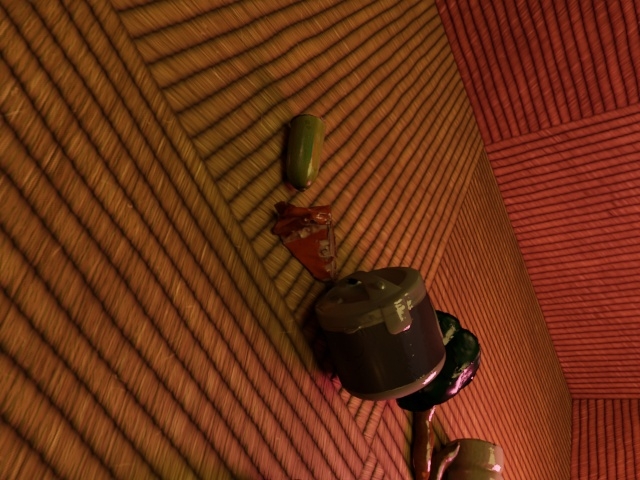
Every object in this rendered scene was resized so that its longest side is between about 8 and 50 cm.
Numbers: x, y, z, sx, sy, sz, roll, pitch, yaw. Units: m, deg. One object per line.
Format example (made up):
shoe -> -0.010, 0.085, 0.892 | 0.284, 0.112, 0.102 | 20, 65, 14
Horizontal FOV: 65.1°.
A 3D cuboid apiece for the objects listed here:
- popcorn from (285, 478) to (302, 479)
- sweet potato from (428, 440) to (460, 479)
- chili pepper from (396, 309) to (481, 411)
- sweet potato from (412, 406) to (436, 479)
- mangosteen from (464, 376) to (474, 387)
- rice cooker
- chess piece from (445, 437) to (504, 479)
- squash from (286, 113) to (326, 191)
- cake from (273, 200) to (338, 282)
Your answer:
popcorn -> -0.031, 0.553, 0.912 | 0.253, 0.190, 0.191 | 50, 49, -40
sweet potato -> 0.357, 0.720, 1.544 | 0.069, 0.059, 0.249 | 36, 55, 5
chili pepper -> 0.297, 0.341, 1.409 | 0.233, 0.248, 0.256 | 44, 54, 13
sweet potato -> 0.307, 0.607, 1.502 | 0.059, 0.067, 0.281 | 17, 66, -12
mangosteen -> 0.416, 0.394, 1.637 | 0.230, 0.194, 0.194 | 59, 30, -68
rice cooker -> 0.140, 0.205, 1.201 | 0.288, 0.288, 0.277 | -33, 106, -54
chess piece -> 0.483, 0.855, 1.537 | 0.234, 0.234, 0.442 | 46, 41, -38
squash -> -0.039, -0.208, 1.227 | 0.095, 0.095, 0.188 | 34, 53, -46
cake -> 0.000, 0.006, 1.207 | 0.287, 0.135, 0.098 | 52, 26, -46
